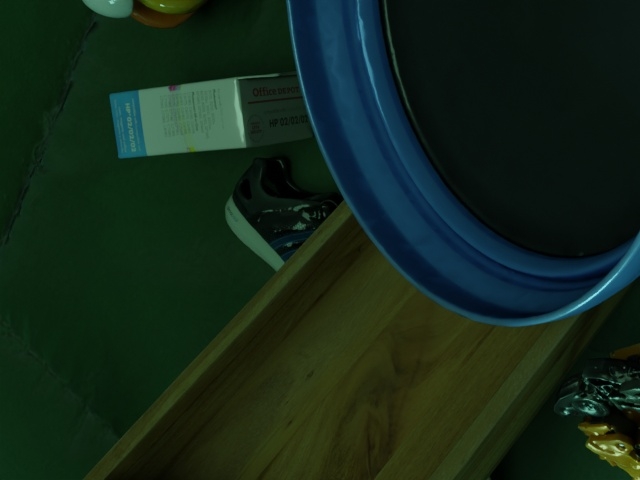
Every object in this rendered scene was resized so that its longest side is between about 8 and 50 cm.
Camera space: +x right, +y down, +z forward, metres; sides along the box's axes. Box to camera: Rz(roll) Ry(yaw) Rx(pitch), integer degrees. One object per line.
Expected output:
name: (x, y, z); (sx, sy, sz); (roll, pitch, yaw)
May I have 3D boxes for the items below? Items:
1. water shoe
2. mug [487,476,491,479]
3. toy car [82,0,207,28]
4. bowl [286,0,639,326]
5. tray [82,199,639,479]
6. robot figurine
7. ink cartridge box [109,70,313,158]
water shoe: (0.000, 0.000, 1.109); (0.203, 0.073, 0.080); (36, 115, 23)
mug: (-0.083, 0.275, 1.041); (0.328, 0.374, 0.276); (0, 83, 42)
toy car: (-0.155, -0.274, 1.135); (0.182, 0.159, 0.136); (69, 161, 3)
bowl: (0.108, -0.141, 0.816); (0.391, 0.077, 0.391); (33, 131, 49)
tray: (0.044, 0.094, 0.918); (0.203, 0.411, 0.076); (29, 151, 26)
robot figurine: (0.302, 0.121, 0.862); (0.211, 0.085, 0.291); (38, 151, -24)
ink cartridge box: (-0.080, -0.111, 1.121); (0.181, 0.104, 0.061); (-2, 98, 34)
